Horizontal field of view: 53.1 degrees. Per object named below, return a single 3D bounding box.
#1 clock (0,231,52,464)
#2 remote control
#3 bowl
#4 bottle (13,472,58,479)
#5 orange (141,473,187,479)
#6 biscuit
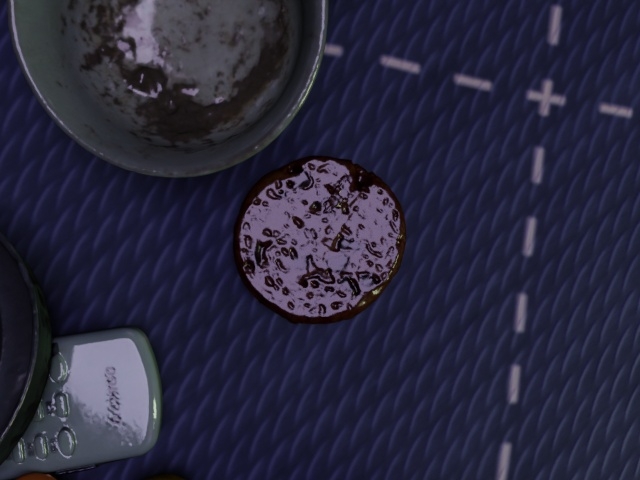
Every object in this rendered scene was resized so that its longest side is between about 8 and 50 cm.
[{"bbox_3d":[-0.411,0.105,0.581,0.318,0.066,0.319,1,71,-4],"label":"clock"},{"bbox_3d":[-0.311,0.173,0.643,0.296,0.056,0.140,-7,91,-8],"label":"remote control"},{"bbox_3d":[-0.130,-0.211,0.623,0.289,0.146,0.289,1,101,5],"label":"bowl"},{"bbox_3d":[-0.317,0.312,0.620,0.069,0.069,0.187,37,103,-6],"label":"bottle"},{"bbox_3d":[-0.168,0.284,0.649,0.095,0.085,0.085,-17,91,3],"label":"orange"},{"bbox_3d":[0.000,0.000,0.701,0.192,0.049,0.192,0,91,-2],"label":"biscuit"}]
